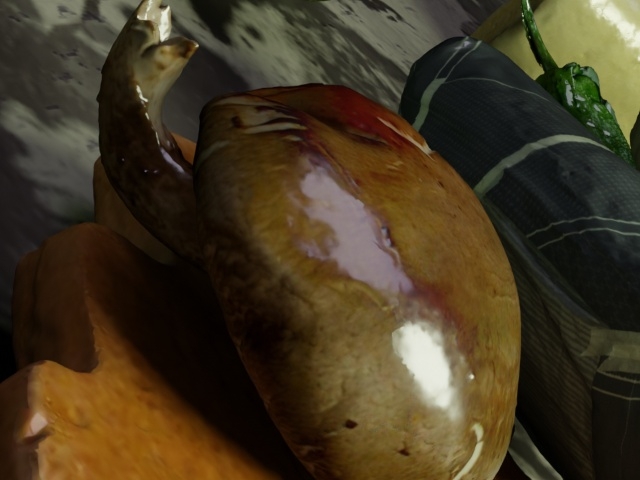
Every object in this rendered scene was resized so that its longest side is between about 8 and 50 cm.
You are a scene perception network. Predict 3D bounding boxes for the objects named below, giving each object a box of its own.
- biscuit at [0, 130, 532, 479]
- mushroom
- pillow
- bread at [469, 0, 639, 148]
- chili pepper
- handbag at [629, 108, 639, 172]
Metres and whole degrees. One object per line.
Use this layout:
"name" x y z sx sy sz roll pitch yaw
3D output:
"biscuit" -0.007 0.086 0.391 0.284 0.043 0.306 49 21 6
"mushroom" 0.001 -0.001 0.390 0.170 0.080 0.135 48 11 -4
"pillow" 0.106 0.033 0.536 0.335 0.092 0.161 -123 -170 -55
"bread" 0.209 -0.121 0.998 0.178 0.139 0.060 36 46 -15
"chili pepper" 0.165 -0.047 0.867 0.122 0.065 0.279 42 28 -30
"handbag" 0.290 0.072 0.780 0.316 0.109 0.253 46 25 -29
